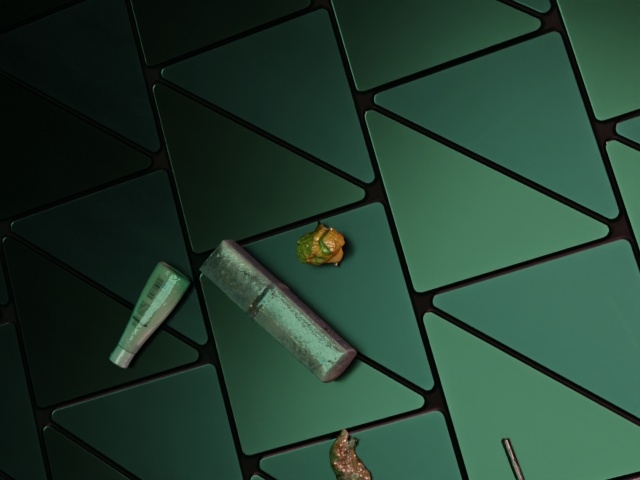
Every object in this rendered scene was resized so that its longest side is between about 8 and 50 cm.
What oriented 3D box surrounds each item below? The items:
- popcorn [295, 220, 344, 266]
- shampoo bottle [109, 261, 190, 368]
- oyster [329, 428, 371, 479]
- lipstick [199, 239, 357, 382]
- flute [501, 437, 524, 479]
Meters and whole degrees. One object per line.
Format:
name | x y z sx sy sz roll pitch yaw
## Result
popcorn | 0.000 0.000 1.795 0.084 0.084 0.084 -2 82 16
shampoo bottle | -0.298 0.132 1.879 0.069 0.041 0.190 33 93 12
oyster | 0.048 0.354 1.751 0.083 0.038 0.080 27 89 19
lipstick | -0.068 0.116 1.794 0.290 0.077 0.076 40 95 16
flute | 0.328 0.430 1.672 0.014 0.014 0.269 -22 78 13
